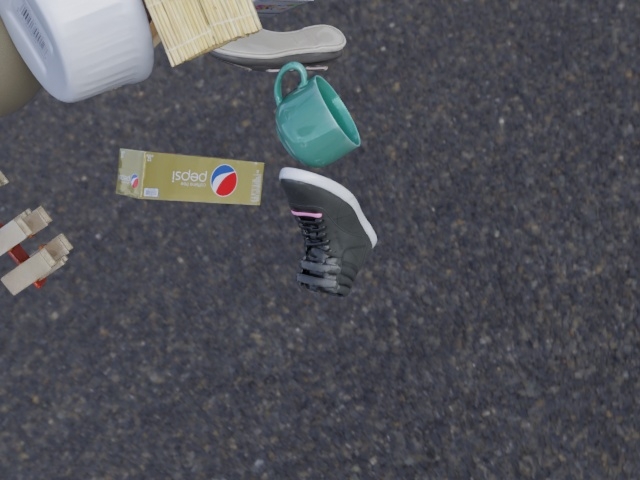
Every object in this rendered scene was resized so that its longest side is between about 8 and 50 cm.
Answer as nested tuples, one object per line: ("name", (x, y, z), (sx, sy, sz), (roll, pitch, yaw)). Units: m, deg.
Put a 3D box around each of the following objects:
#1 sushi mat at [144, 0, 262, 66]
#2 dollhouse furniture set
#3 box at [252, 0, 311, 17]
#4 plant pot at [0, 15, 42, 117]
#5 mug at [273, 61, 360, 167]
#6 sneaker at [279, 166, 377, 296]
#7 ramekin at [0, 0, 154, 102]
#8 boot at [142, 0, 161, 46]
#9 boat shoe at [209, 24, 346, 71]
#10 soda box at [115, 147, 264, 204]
("sushi mat", (-0.203, -0.420, 1.201), (0.151, 0.316, 0.019), (-25, 14, -14))
("dollhouse furniture set", (-0.637, -0.013, 1.712), (0.135, 0.259, 0.262), (-35, 11, -1))
("box", (-0.127, -0.557, 1.986), (0.186, 0.145, 0.038), (-3, 95, 53))
("plant pot", (-0.608, -0.322, 1.398), (0.284, 0.284, 0.191), (-22, 16, 6))
("mug", (-0.017, -0.192, 1.353), (0.097, 0.129, 0.157), (-31, 76, 17))
("sneaker", (0.000, 0.000, 1.399), (0.105, 0.296, 0.147), (12, 70, 30))
("ramekin", (-0.385, -0.345, 1.293), (0.135, 0.277, 0.277), (-32, 51, -25))
("boot", (-0.443, -0.470, 1.844), (0.090, 0.207, 0.248), (7, 53, 36))
("boat shoe", (-0.097, -0.400, 1.846), (0.335, 0.095, 0.112), (-10, 54, -30))
("soda box", (-0.160, -0.079, 1.071), (0.061, 0.181, 0.058), (12, 98, 47))
